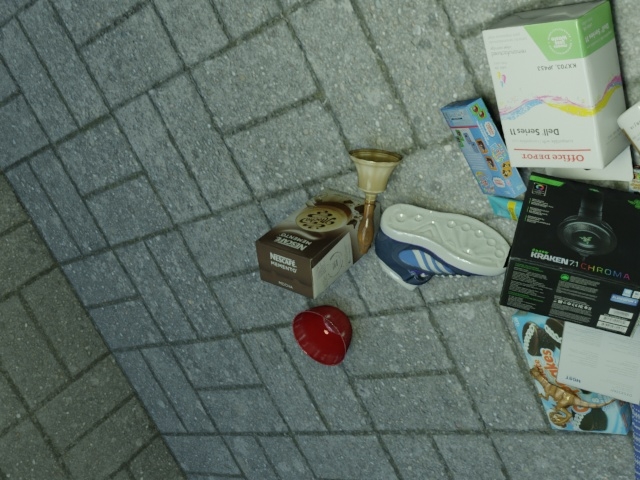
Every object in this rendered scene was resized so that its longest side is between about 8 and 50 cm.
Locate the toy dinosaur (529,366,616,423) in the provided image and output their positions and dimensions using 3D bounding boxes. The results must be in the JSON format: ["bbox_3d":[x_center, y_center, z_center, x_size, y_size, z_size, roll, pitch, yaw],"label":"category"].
[{"bbox_3d":[0.561,0.361,1.846,0.211,0.064,0.112,23,131,27],"label":"toy dinosaur"}]

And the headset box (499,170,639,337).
[{"bbox_3d":[0.490,0.014,1.541,0.246,0.283,0.131,14,134,14],"label":"headset box"}]

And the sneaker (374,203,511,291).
[{"bbox_3d":[0.283,0.047,1.932,0.322,0.130,0.236,20,148,14],"label":"sneaker"}]

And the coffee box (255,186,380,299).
[{"bbox_3d":[0.000,0.000,1.987,0.168,0.297,0.119,18,129,30],"label":"coffee box"}]

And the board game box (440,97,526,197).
[{"bbox_3d":[0.337,-0.192,1.697,0.212,0.039,0.160,62,173,-12],"label":"board game box"}]

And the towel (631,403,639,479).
[{"bbox_3d":[0.796,0.487,1.792,0.243,0.040,0.336,29,139,51],"label":"towel"}]

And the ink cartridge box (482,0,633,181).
[{"bbox_3d":[0.453,-0.252,1.540,0.207,0.119,0.354,7,123,47],"label":"ink cartridge box"}]

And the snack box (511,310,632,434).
[{"bbox_3d":[0.581,0.296,1.876,0.187,0.060,0.322,-7,114,43],"label":"snack box"}]

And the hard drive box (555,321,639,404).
[{"bbox_3d":[0.601,0.207,1.698,0.181,0.089,0.232,14,123,24],"label":"hard drive box"}]

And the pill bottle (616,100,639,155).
[{"bbox_3d":[0.640,-0.159,1.431,0.229,0.131,0.131,57,138,7],"label":"pill bottle"}]

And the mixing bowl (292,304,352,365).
[{"bbox_3d":[0.021,0.250,2.293,0.181,0.098,0.182,22,132,27],"label":"mixing bowl"}]

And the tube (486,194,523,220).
[{"bbox_3d":[0.459,-0.056,1.740,0.207,0.052,0.080,16,152,34],"label":"tube"}]

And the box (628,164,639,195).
[{"bbox_3d":[0.662,-0.090,1.559,0.137,0.027,0.094,13,125,34],"label":"box"}]

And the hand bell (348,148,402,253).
[{"bbox_3d":[0.115,-0.083,1.912,0.126,0.126,0.242,18,112,31],"label":"hand bell"}]
